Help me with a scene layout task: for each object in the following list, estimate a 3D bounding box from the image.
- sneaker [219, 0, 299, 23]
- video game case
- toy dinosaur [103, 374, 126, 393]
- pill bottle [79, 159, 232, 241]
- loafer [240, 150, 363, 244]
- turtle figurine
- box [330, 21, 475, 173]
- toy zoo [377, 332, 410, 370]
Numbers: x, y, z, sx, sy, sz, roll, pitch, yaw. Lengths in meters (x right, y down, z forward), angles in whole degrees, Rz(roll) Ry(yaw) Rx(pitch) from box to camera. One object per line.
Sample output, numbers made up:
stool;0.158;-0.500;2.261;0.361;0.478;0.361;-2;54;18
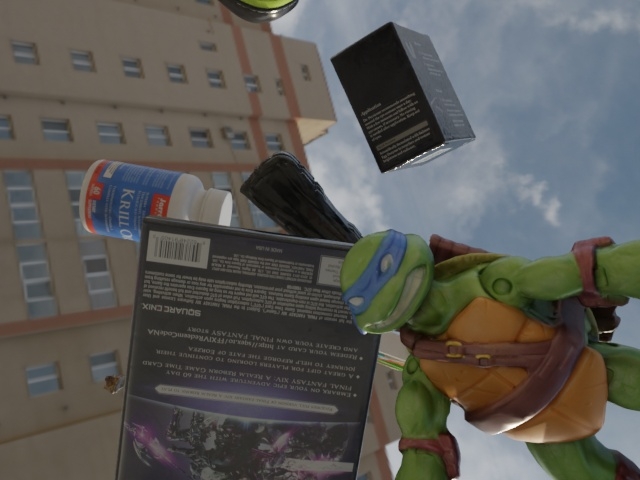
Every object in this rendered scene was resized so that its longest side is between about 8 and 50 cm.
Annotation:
sneaker;-0.100;-0.282;0.558;0.234;0.084;0.097;35;-27;9
video game case;-0.059;0.128;0.535;0.026;0.195;0.274;-105;-157;-79
toy dinosaur;-0.251;0.228;1.009;0.112;0.211;0.064;8;-114;15
pill bottle;-0.261;-0.054;1.075;0.221;0.124;0.124;9;-77;4
loafer;0.000;0.000;0.762;0.078;0.076;0.223;-38;-80;12
turtle figurine;0.132;0.098;0.300;0.198;0.266;0.274;-64;-163;-15
box;0.110;-0.178;0.845;0.093;0.156;0.158;-25;-92;27
toy zoo;0.098;0.154;0.921;0.293;0.192;0.030;-7;-119;68
